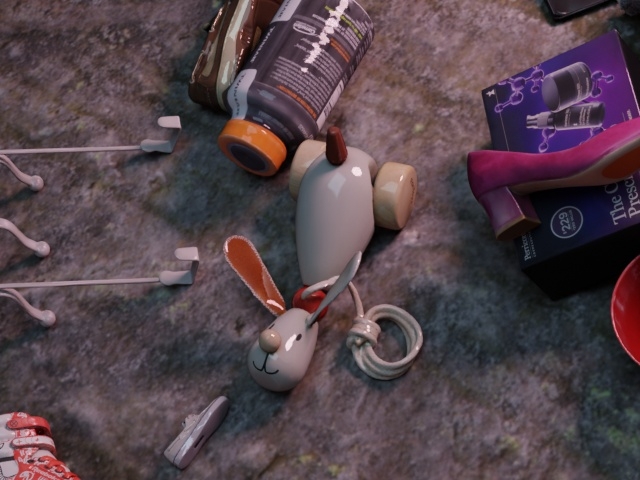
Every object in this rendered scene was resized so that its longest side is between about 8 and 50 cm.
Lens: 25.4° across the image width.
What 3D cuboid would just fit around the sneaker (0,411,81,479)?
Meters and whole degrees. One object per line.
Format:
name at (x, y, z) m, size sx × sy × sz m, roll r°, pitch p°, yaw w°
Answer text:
sneaker at (-0.321, 0.277, 1.662) m, size 0.270 × 0.090 × 0.145 m, roll 1°, pitch 63°, yaw 20°

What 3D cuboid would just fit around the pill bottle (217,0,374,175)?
pill bottle at (-0.039, -0.204, 1.841) m, size 0.130 × 0.130 × 0.246 m, roll 19°, pitch 67°, yaw 26°

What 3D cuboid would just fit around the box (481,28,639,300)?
box at (0.308, -0.088, 1.660) m, size 0.184 × 0.103 × 0.261 m, roll -25°, pitch 54°, yaw 25°

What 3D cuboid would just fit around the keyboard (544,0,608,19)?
keyboard at (0.376, -0.360, 1.877) m, size 0.180 × 0.023 × 0.108 m, roll -20°, pitch 63°, yaw 3°

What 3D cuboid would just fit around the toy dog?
toy dog at (0.000, 0.000, 1.689) m, size 0.220 × 0.161 × 0.334 m, roll -7°, pitch 58°, yaw 13°

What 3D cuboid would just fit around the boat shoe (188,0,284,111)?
boat shoe at (-0.119, -0.295, 1.945) m, size 0.095 × 0.095 × 0.257 m, roll 5°, pitch 62°, yaw 26°

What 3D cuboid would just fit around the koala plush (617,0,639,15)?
koala plush at (0.471, -0.346, 1.746) m, size 0.221 × 0.196 × 0.203 m, roll -30°, pitch 96°, yaw 2°

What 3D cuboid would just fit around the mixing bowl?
mixing bowl at (0.412, 0.095, 1.546) m, size 0.181 × 0.098 × 0.181 m, roll -8°, pitch 59°, yaw 13°

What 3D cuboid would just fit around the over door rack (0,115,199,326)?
over door rack at (-0.325, -0.019, 1.844) m, size 0.324 × 0.108 × 0.240 m, roll -9°, pitch 57°, yaw -6°

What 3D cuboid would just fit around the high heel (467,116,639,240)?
high heel at (0.272, -0.104, 1.573) m, size 0.244 × 0.082 × 0.117 m, roll -35°, pitch 61°, yaw 31°

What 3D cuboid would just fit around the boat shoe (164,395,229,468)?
boat shoe at (-0.148, 0.221, 1.679) m, size 0.035 × 0.035 × 0.100 m, roll 31°, pitch 79°, yaw 27°
